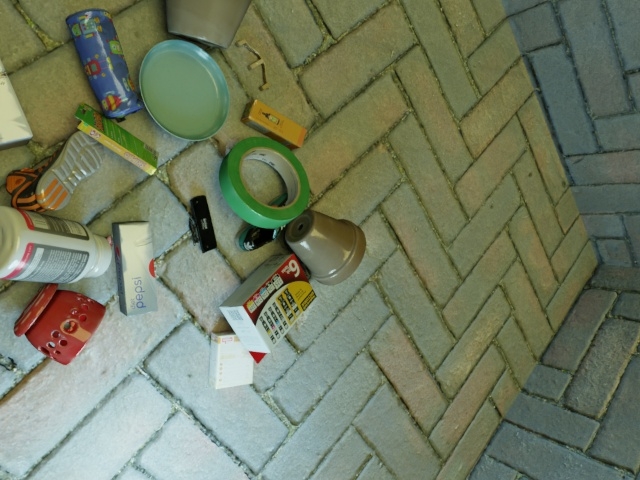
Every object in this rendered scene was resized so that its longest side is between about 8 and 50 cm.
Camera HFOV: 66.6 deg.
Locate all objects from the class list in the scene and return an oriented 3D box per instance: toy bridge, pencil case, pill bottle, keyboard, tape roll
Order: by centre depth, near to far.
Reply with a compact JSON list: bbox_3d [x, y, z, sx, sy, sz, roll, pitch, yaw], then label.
[{"bbox_3d":[-0.717,0.023,1.286,0.318,0.176,0.176,23,78,-68],"label":"pill bottle"},{"bbox_3d":[-0.617,-0.505,1.417,0.133,0.119,0.306,-46,122,-60],"label":"pencil case"},{"bbox_3d":[-0.413,-0.053,1.655,0.100,0.038,0.192,-26,108,-55],"label":"keyboard"},{"bbox_3d":[-0.190,-0.202,1.692,0.321,0.077,0.321,17,59,-32],"label":"tape roll"},{"bbox_3d":[-0.229,-0.628,1.738,0.063,0.026,0.188,-42,116,-27],"label":"toy bridge"}]

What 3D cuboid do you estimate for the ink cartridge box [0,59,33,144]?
[{"bbox_3d":[-0.874,-0.354,1.201,0.197,0.198,0.270,-25,106,-31],"label":"ink cartridge box"}]

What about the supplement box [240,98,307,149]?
[{"bbox_3d":[-0.167,-0.417,1.767,0.233,0.080,0.078,25,78,-35],"label":"supplement box"}]

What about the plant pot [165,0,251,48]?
[{"bbox_3d":[-0.347,-0.758,1.501,0.323,0.323,0.280,5,106,-35],"label":"plant pot"}]

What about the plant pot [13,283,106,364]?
[{"bbox_3d":[-0.726,0.224,1.351,0.174,0.191,0.191,38,72,-27],"label":"plant pot"}]

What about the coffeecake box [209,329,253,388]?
[{"bbox_3d":[-0.313,0.416,1.727,0.142,0.068,0.185,2,92,-36],"label":"coffeecake box"}]

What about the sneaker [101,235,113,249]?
[{"bbox_3d":[-0.666,0.042,1.475,0.057,0.047,0.119,9,86,-16],"label":"sneaker"}]

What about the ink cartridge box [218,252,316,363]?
[{"bbox_3d":[-0.162,0.244,1.738,0.309,0.130,0.271,-47,119,-42],"label":"ink cartridge box"}]

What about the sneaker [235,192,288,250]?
[{"bbox_3d":[-0.168,-0.063,1.763,0.302,0.121,0.108,-46,117,-24],"label":"sneaker"}]

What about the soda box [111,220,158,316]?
[{"bbox_3d":[-0.573,0.083,1.507,0.098,0.091,0.286,-6,97,-35],"label":"soda box"}]

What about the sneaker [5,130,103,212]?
[{"bbox_3d":[-0.747,-0.199,1.349,0.321,0.180,0.124,-75,155,-47],"label":"sneaker"}]

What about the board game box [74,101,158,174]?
[{"bbox_3d":[-0.602,-0.302,1.445,0.039,0.124,0.259,-42,123,15],"label":"board game box"}]

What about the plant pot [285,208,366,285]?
[{"bbox_3d":[0.000,0.000,1.785,0.229,0.263,0.263,37,72,-38],"label":"plant pot"}]

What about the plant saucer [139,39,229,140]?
[{"bbox_3d":[-0.436,-0.477,1.567,0.318,0.044,0.317,2,87,-44],"label":"plant saucer"}]
